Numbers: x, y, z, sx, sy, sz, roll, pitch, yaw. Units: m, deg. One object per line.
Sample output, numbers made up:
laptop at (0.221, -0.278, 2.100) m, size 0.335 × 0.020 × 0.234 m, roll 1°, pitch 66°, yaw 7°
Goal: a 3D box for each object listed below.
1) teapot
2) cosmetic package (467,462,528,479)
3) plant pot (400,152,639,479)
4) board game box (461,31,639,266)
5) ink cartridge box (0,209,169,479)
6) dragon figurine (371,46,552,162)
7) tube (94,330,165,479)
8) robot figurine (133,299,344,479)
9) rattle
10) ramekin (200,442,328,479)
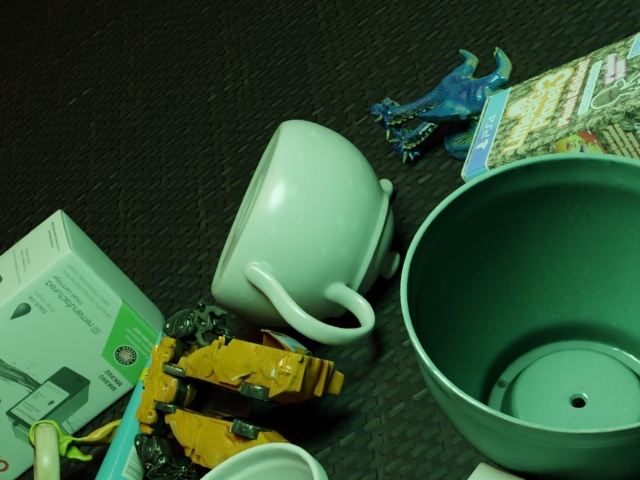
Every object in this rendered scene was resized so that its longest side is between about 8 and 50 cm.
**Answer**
teapot at (0.000, 0.000, 2.013) m, size 0.252 × 0.187 × 0.256 m, roll 137°, pitch 156°, yaw -75°
cosmetic package at (0.162, 0.322, 1.412) m, size 0.224 × 0.138 × 0.224 m, roll -50°, pitch 29°, yaw -16°
plant pot at (0.220, 0.098, 1.532) m, size 0.293 × 0.196 × 0.293 m, roll -4°, pitch 49°, yaw 4°
board game box at (0.320, -0.060, 1.639) m, size 0.291 × 0.232 × 0.141 m, roll -21°, pitch 27°, yaw 30°
ink cartridge box at (-0.359, 0.139, 2.213) m, size 0.289 × 0.211 × 0.121 m, roll -39°, pitch 30°, yaw 6°
dragon figurine at (0.173, -0.148, 2.098) m, size 0.144 × 0.085 × 0.289 m, roll -49°, pitch 29°, yaw -14°
tube at (-0.205, 0.211, 2.076) m, size 0.052 × 0.080 × 0.207 m, roll 7°, pitch 51°, yaw 19°
robot figurine at (-0.101, 0.179, 1.940) m, size 0.291 × 0.085 × 0.211 m, roll 8°, pitch 82°, yaw 54°
rattle at (-0.275, 0.306, 2.067) m, size 0.200 × 0.142 × 0.130 m, roll -104°, pitch 33°, yaw -42°
ramekin at (-0.054, 0.307, 1.719) m, size 0.207 × 0.109 × 0.207 m, roll -29°, pitch 31°, yaw 20°
